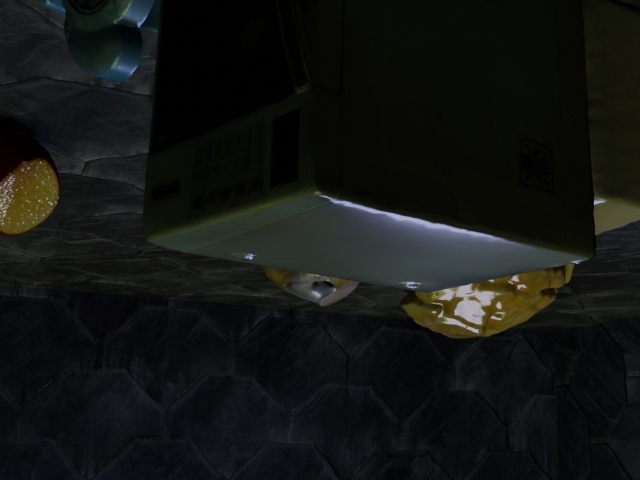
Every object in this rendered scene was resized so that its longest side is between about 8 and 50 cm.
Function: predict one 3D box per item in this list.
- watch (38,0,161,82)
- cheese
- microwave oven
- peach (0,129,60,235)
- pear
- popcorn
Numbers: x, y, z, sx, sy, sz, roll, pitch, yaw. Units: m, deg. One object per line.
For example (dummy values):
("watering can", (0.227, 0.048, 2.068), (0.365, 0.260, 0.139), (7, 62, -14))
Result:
("watch", (-0.165, -0.268, 0.906), (0.211, 0.211, 0.193), (-10, 173, 40))
("cheese", (0.316, -0.141, 1.133), (0.124, 0.265, 0.242), (5, 165, -17))
("microwave oven", (0.035, -0.175, 0.744), (0.333, 0.394, 0.247), (12, 163, -35))
("peach", (-0.555, -0.102, 1.554), (0.190, 0.190, 0.192), (13, 174, -39))
("pear", (0.000, 0.000, 1.871), (0.271, 0.271, 0.271), (1, 167, 0))
("popcorn", (0.302, 0.014, 1.622), (0.344, 0.354, 0.390), (19, 170, 7))
